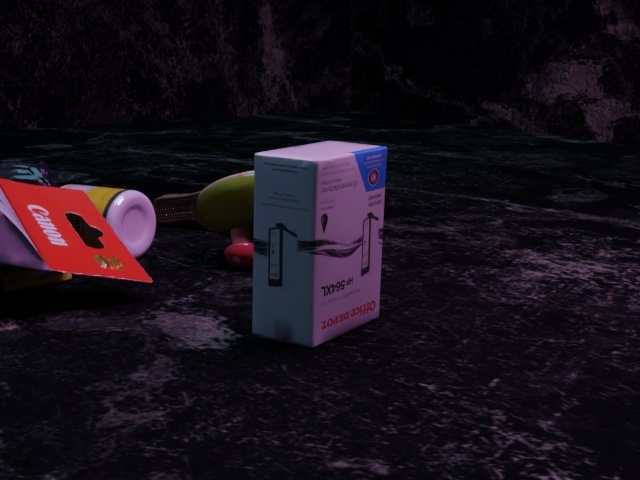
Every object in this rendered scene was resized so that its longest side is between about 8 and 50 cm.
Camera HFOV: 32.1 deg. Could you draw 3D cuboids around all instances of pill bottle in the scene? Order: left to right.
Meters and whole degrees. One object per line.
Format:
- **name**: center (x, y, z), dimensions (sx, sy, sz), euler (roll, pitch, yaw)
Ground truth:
- **pill bottle**: center (-0.341, -0.029, 1.633), dimensions (0.184, 0.103, 0.103), euler (6, 13, 32)

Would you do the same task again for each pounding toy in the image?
- **pounding toy**: center (-0.074, -0.008, 1.587), dimensions (0.183, 0.110, 0.237), euler (-10, -19, 8)

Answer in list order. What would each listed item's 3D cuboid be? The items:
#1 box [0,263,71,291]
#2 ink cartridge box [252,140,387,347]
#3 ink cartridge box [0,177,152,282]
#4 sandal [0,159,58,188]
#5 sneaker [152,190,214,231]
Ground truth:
- **box**: center (-0.412, 0.032, 1.492), dimensions (0.105, 0.043, 0.179), euler (-11, 13, -42)
- **ink cartridge box**: center (0.000, 0.000, 1.219), dimensions (0.086, 0.203, 0.148), euler (9, 15, 32)
- **ink cartridge box**: center (-0.415, -0.073, 1.363), dimensions (0.385, 0.091, 0.308), euler (11, 18, -34)
- **sandal**: center (-0.560, -0.090, 1.935), dimensions (0.446, 0.107, 0.167), euler (9, 15, 39)
- **sneaker**: center (-0.190, -0.055, 1.846), dimensions (0.188, 0.066, 0.071), euler (7, 13, 31)
